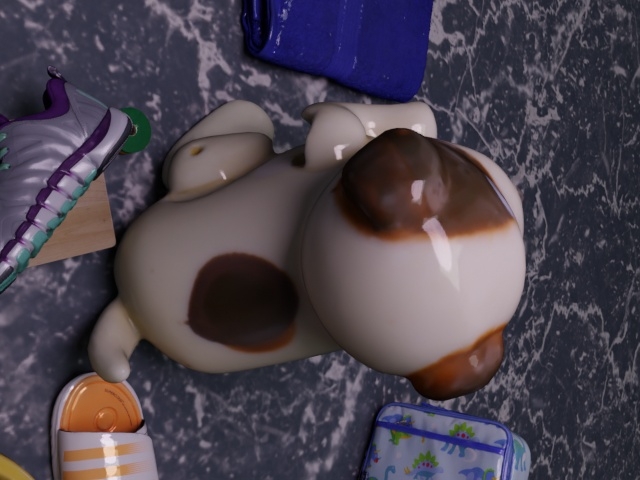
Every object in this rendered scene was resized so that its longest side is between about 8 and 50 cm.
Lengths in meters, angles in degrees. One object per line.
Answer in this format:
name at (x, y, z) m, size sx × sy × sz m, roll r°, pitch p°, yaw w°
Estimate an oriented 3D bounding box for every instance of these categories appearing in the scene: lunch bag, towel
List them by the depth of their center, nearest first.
towel at (0.030, -0.317, 0.981) m, size 0.308 × 0.076 × 0.227 m, roll 6°, pitch 93°, yaw -45°
lunch bag at (0.163, 0.314, 1.010) m, size 0.090 × 0.219 × 0.176 m, roll 35°, pitch 67°, yaw -46°

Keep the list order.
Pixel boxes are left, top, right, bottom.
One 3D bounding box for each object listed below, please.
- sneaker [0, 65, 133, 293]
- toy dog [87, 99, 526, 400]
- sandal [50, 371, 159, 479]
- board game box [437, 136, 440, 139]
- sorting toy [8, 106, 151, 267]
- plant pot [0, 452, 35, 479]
sneaker at (-0.260, -0.046, 0.633) m, size 0.098 × 0.083 × 0.223 m, roll 38°, pitch 60°, yaw -13°
toy dog at (0.000, 0.000, 0.708) m, size 0.395 × 0.408 × 0.284 m, roll -25°, pitch 108°, yaw -42°
sandal at (-0.203, 0.263, 0.741) m, size 0.102 × 0.076 × 0.265 m, roll -3°, pitch 92°, yaw -45°
board game box at (0.131, -0.113, 1.107) m, size 0.169 × 0.033 × 0.133 m, roll 31°, pitch 64°, yaw -46°
sorting toy at (-0.277, -0.044, 0.686) m, size 0.274 × 0.046 × 0.132 m, roll -17°, pitch 103°, yaw -44°
plant pot at (-0.286, 0.284, 0.544) m, size 0.254 × 0.239 × 0.254 m, roll -1°, pitch 92°, yaw -44°
